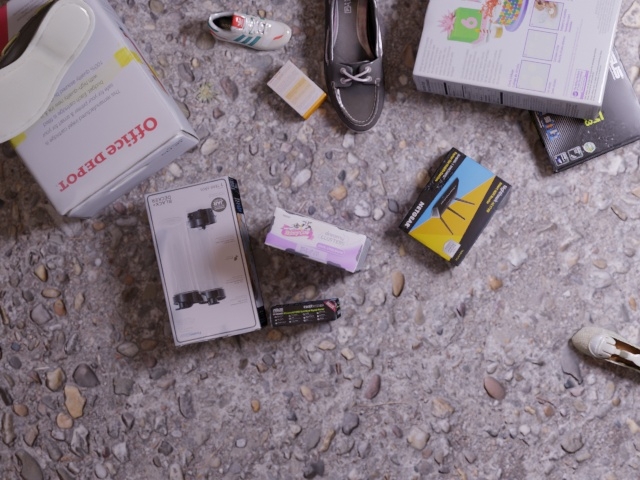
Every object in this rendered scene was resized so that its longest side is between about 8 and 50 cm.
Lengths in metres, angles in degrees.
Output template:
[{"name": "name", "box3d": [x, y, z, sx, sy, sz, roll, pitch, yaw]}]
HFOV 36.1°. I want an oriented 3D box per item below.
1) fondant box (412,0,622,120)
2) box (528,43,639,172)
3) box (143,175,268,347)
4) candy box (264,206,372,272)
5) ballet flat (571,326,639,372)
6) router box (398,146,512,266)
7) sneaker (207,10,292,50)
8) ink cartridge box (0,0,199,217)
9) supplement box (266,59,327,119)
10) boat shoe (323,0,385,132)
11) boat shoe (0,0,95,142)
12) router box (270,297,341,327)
[{"name": "fondant box", "box3d": [0.350, -0.365, 1.740, 0.330, 0.096, 0.238, 12, 84, 12]}, {"name": "box", "box3d": [0.476, -0.242, 1.780, 0.184, 0.045, 0.191, -22, 87, 9]}, {"name": "box", "box3d": [-0.213, 0.040, 1.827, 0.169, 0.087, 0.290, -13, 88, 5]}, {"name": "candy box", "box3d": [0.000, 0.000, 1.750, 0.164, 0.196, 0.070, 19, 91, 6]}, {"name": "ballet flat", "box3d": [0.537, 0.197, 1.764, 0.168, 0.052, 0.057, 18, 91, 6]}, {"name": "router box", "box3d": [0.247, -0.061, 1.801, 0.133, 0.046, 0.179, 34, 93, 5]}, {"name": "sneaker", "box3d": [-0.136, -0.394, 1.829, 0.161, 0.075, 0.057, 11, 91, 6]}, {"name": "ink cartridge box", "box3d": [-0.449, -0.267, 1.817, 0.279, 0.160, 0.385, -34, 85, 5]}, {"name": "supplement box", "box3d": [-0.043, -0.281, 1.838, 0.098, 0.036, 0.062, 44, 94, 5]}, {"name": "boat shoe", "box3d": [0.056, -0.369, 1.799, 0.112, 0.095, 0.335, -4, 89, 6]}, {"name": "boat shoe", "box3d": [-0.502, -0.297, 1.698, 0.109, 0.091, 0.305, 36, 97, -31]}, {"name": "router box", "box3d": [-0.026, 0.132, 1.804, 0.122, 0.092, 0.038, -7, 88, 5]}]
